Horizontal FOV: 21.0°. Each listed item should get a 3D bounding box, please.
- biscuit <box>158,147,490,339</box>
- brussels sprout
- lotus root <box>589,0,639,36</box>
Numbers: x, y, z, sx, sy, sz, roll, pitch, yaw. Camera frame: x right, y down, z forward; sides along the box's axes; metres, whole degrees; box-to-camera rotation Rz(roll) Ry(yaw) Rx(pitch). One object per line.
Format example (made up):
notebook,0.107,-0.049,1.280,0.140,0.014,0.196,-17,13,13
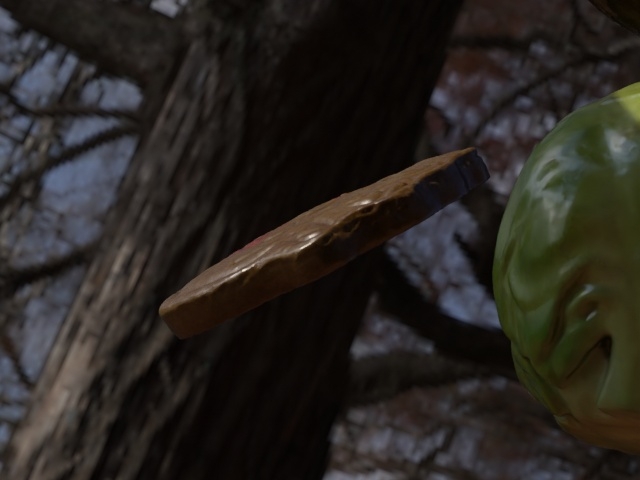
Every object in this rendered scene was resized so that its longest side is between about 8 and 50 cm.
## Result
biscuit,-0.001,-0.002,1.411,0.257,0.273,0.049,-24,-85,40
brussels sprout,0.191,0.012,1.000,0.161,0.223,0.223,20,-21,20
lotus root,0.201,-0.156,0.976,0.179,0.081,0.089,27,-32,-28
